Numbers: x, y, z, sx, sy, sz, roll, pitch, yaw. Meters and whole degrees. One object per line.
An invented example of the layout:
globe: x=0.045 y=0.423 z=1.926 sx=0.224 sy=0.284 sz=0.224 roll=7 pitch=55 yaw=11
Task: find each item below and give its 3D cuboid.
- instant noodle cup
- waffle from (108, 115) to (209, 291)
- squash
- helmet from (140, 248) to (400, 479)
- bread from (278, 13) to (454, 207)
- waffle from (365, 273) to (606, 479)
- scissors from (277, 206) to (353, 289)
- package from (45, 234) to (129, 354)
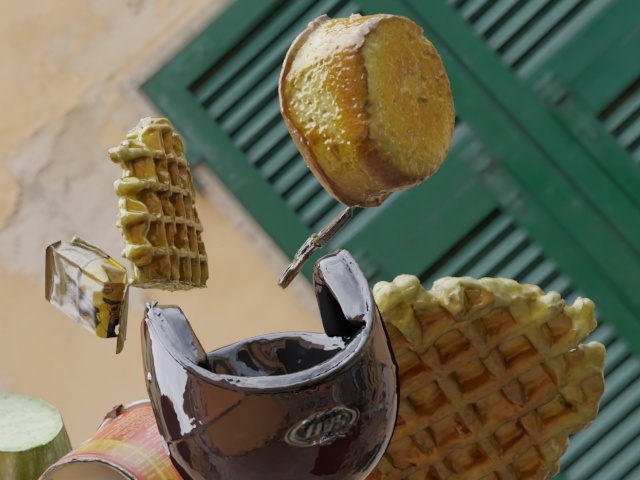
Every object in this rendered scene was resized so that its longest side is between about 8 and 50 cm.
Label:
instant noodle cup: x=-0.197 y=0.282 z=1.770 sx=0.213 sy=0.213 sz=0.174 roll=-46 pitch=-11 yaw=21
waffle: x=-0.202 y=-0.050 z=2.095 sx=0.057 sy=0.219 sz=0.229 roll=-9 pitch=-7 yaw=13
squash: x=-0.352 y=0.253 z=1.941 sx=0.170 sy=0.170 sz=0.123 roll=-29 pitch=-46 yaw=-46
helmet: x=-0.035 y=0.115 z=1.313 sx=0.189 sy=0.193 sz=0.216 roll=-17 pitch=3 yaw=-18
bread: x=0.069 y=-0.177 z=2.267 sx=0.146 sy=0.268 sz=0.268 roll=-6 pitch=15 yaw=40
waffle: x=0.116 y=0.156 z=1.618 sx=0.325 sy=0.068 sz=0.302 roll=8 pitch=-56 yaw=-20
scissors: x=0.000 y=0.000 z=2.125 sx=0.088 sy=0.017 sz=0.220 roll=-53 pitch=4 yaw=-26
package: x=-0.222 y=0.053 z=1.711 sx=0.047 sy=0.131 sz=0.071 roll=-20 pitch=-54 yaw=-40
